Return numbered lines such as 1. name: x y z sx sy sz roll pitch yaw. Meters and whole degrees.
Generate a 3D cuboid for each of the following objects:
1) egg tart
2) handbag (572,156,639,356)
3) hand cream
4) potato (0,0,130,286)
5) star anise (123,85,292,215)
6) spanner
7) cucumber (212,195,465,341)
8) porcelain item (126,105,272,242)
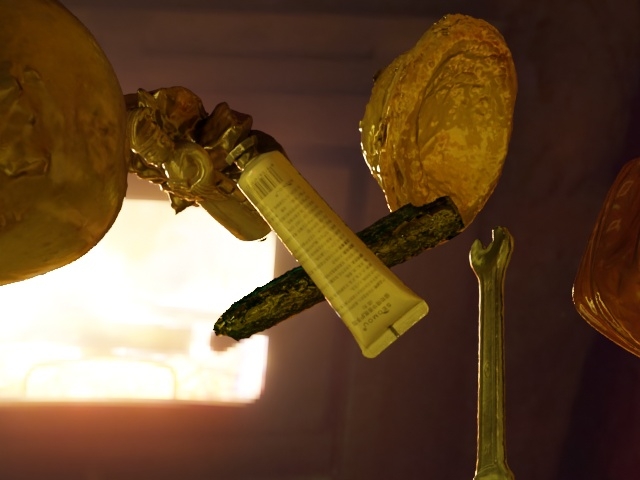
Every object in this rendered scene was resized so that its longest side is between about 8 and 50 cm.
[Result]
1. egg tart: 0.149 -0.155 1.996 0.120 0.315 0.315 17 25 36
2. handbag: 0.338 0.000 1.395 0.146 0.135 0.225 29 61 -8
3. hand cream: 0.000 0.000 1.165 0.194 0.067 0.042 50 14 1
4. potato: -0.245 -0.075 0.763 0.307 0.210 0.173 19 -14 4
5. star anise: -0.159 -0.109 2.024 0.315 0.315 0.108 13 61 19
6. spanner: 0.169 0.131 1.481 0.017 0.302 0.071 14 -24 -28
7. cucumber: 0.014 0.027 1.393 0.257 0.044 0.043 -27 49 -2
8. porcelain item: -0.138 -0.072 1.655 0.084 0.054 0.213 -1 -31 46
